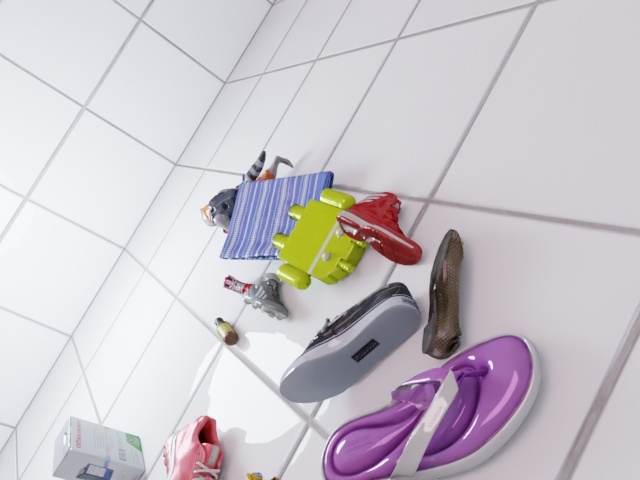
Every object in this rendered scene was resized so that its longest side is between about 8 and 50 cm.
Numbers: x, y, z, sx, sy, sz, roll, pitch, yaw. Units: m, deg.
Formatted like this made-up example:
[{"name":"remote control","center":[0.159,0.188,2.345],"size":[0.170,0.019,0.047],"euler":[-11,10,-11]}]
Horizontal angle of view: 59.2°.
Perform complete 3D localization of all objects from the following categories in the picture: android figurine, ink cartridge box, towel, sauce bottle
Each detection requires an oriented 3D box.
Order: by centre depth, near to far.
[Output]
[{"name":"android figurine","center":[0.000,0.000,1.301],"size":[0.273,0.056,0.248],"euler":[26,83,47]},{"name":"towel","center":[-0.121,-0.063,1.493],"size":[0.336,0.040,0.243],"euler":[-3,66,36]},{"name":"sauce bottle","center":[-0.256,0.242,1.517],"size":[0.042,0.042,0.128],"euler":[-58,27,-1]},{"name":"ink cartridge box","center":[-0.599,0.578,1.522],"size":[0.093,0.212,0.154],"euler":[-56,30,3]}]

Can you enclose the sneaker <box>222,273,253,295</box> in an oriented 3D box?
[{"name":"sneaker","center":[-0.228,0.125,1.558],"size":[0.119,0.067,0.042],"euler":[-1,61,56]}]

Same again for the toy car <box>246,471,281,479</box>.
[{"name":"toy car","center":[-0.094,0.454,1.066],"size":[0.122,0.041,0.060],"euler":[23,103,58]}]

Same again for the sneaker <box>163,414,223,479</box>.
[{"name":"sneaker","center":[-0.269,0.504,1.206],"size":[0.136,0.116,0.313],"euler":[-47,31,15]}]

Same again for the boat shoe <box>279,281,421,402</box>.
[{"name":"boat shoe","center":[0.045,0.186,1.052],"size":[0.306,0.113,0.105],"euler":[-44,25,17]}]

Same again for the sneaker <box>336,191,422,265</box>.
[{"name":"sneaker","center":[0.144,-0.041,1.150],"size":[0.128,0.087,0.221],"euler":[-42,48,-19]}]

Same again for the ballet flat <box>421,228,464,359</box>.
[{"name":"ballet flat","center":[0.218,0.087,0.954],"size":[0.084,0.058,0.249],"euler":[102,-177,-53]}]

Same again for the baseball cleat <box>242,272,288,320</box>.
[{"name":"baseball cleat","center":[-0.128,0.132,1.402],"size":[0.206,0.072,0.109],"euler":[13,66,55]}]

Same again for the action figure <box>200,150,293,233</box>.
[{"name":"action figure","center":[-0.242,-0.154,1.751],"size":[0.330,0.178,0.341],"euler":[-32,40,21]}]

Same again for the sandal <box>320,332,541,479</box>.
[{"name":"sandal","center":[0.137,0.271,0.838],"size":[0.416,0.102,0.169],"euler":[-41,33,25]}]
